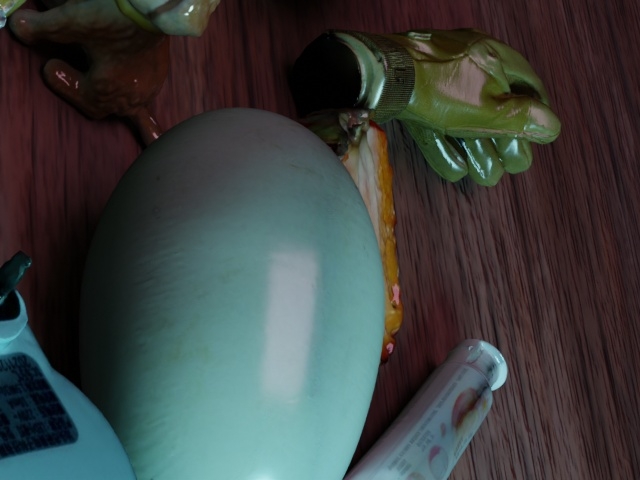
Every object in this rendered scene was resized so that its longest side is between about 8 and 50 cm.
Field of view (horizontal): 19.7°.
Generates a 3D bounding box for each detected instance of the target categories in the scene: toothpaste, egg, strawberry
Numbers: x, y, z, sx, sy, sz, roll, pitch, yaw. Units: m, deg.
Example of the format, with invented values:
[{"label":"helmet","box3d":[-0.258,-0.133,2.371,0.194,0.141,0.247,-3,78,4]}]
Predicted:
[{"label":"toothpaste","box3d":[0.086,0.194,1.658,0.100,0.066,0.323,60,37,-13]},{"label":"egg","box3d":[-0.067,0.071,1.377,0.230,0.230,0.371,31,51,-40]},{"label":"strawberry","box3d":[0.000,0.000,1.655,0.190,0.111,0.236,-42,126,-67]}]

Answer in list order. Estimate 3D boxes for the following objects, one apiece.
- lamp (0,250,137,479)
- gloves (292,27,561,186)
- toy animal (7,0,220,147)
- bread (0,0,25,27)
[{"label":"lamp","box3d":[-0.221,0.139,1.182,0.209,0.147,0.284,-4,78,-57]},{"label":"gloves","box3d":[0.121,-0.150,1.879,0.331,0.154,0.141,7,63,-45]},{"label":"toy animal","box3d":[-0.127,-0.168,1.507,0.184,0.185,0.104,48,33,-22]},{"label":"bread","box3d":[-0.261,-0.260,1.464,0.136,0.107,0.241,47,35,-18]}]
